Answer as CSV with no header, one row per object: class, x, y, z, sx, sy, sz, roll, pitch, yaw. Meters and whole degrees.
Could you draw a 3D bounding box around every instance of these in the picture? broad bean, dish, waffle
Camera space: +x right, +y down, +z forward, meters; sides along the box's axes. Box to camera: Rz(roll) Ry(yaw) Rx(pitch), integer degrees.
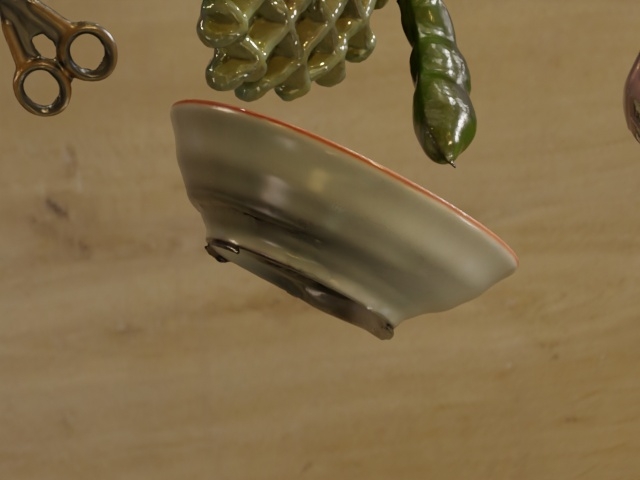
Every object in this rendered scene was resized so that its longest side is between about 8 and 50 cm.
broad bean,0.096,-0.136,1.395,0.046,0.065,0.254,-35,35,23
dish,0.000,0.000,1.160,0.260,0.260,0.085,24,82,3
waffle,-0.012,-0.262,1.465,0.056,0.309,0.291,15,103,28

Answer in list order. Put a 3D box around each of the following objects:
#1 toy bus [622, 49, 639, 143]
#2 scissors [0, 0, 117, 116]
toy bus,0.361,-0.153,1.534,0.142,0.142,0.202,22,77,16
scissors,-0.245,-0.195,1.277,0.088,0.017,0.220,-38,112,0
